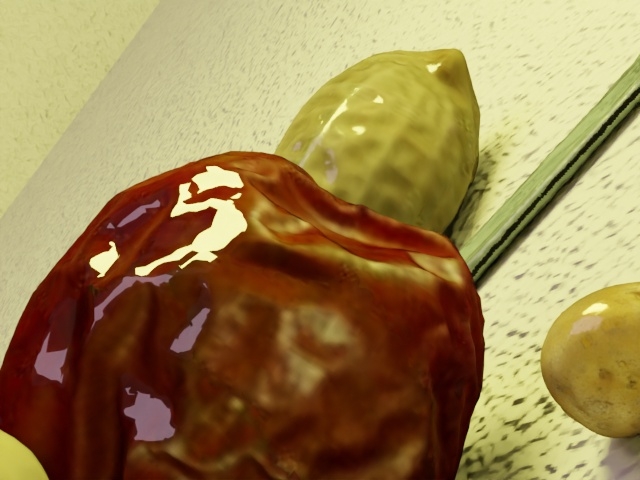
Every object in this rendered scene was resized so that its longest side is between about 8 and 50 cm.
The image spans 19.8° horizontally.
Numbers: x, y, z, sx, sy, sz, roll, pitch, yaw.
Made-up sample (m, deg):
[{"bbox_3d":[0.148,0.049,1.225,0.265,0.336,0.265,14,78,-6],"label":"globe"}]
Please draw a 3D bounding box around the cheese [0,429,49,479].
[{"bbox_3d":[-0.292,0.215,0.816,0.384,0.104,0.384,-9,76,40],"label":"cheese"}]

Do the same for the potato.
[{"bbox_3d":[0.119,0.047,0.721,0.083,0.068,0.062,-78,-12,-89],"label":"potato"}]

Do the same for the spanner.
[{"bbox_3d":[0.118,-0.030,0.998,0.302,0.017,0.071,-48,14,8],"label":"spanner"}]

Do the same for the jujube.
[{"bbox_3d":[-0.066,0.128,0.820,0.342,0.216,0.216,-66,15,1],"label":"jujube"}]

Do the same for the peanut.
[{"bbox_3d":[0.000,0.000,1.082,0.298,0.120,0.136,-52,10,-20],"label":"peanut"}]
